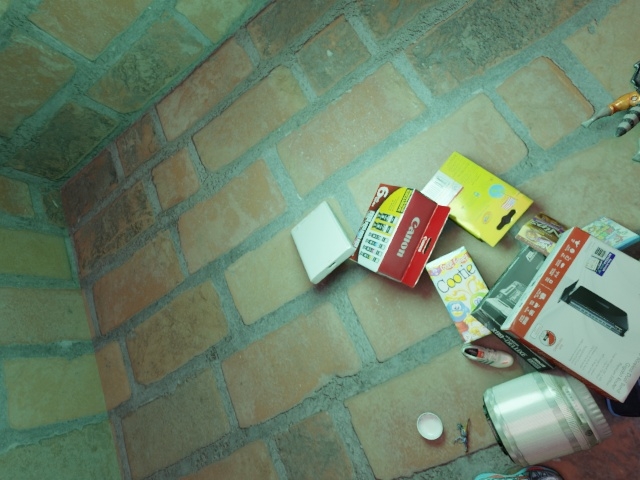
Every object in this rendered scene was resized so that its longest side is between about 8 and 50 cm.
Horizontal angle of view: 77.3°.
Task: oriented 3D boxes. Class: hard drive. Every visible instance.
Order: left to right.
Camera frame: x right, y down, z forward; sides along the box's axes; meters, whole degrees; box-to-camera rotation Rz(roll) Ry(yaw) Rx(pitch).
[{"bbox_3d":[0.000,0.000,1.574,0.203,0.040,0.307,-41,41,14],"label":"hard drive"}]

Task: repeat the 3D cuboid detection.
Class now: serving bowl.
[{"bbox_3d":[0.369,0.622,1.348,0.084,0.027,0.083,-5,77,24],"label":"serving bowl"}]

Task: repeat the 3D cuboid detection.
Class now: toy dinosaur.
[{"bbox_3d":[0.467,0.638,1.292,0.090,0.047,0.082,-32,86,6],"label":"toy dinosaur"}]

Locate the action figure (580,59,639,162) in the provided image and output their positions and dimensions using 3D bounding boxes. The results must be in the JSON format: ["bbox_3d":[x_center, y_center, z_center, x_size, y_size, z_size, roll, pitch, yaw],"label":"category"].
[{"bbox_3d":[1.016,-0.395,1.160,0.341,0.179,0.330,48,111,27],"label":"action figure"}]

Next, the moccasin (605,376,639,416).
[{"bbox_3d":[0.854,0.316,1.119,0.117,0.138,0.341,-5,96,33],"label":"moccasin"}]

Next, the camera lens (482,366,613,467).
[{"bbox_3d":[0.627,0.495,1.139,0.275,0.219,0.219,-29,69,18],"label":"camera lens"}]

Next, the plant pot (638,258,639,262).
[{"bbox_3d":[0.994,0.014,1.033,0.276,0.276,0.253,40,101,26],"label":"plant pot"}]

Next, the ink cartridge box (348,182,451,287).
[{"bbox_3d":[0.266,-0.026,1.403,0.272,0.130,0.309,25,91,60],"label":"ink cartridge box"}]

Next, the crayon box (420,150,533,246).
[{"bbox_3d":[0.531,-0.140,1.391,0.318,0.081,0.202,44,100,27],"label":"crayon box"}]

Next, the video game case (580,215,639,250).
[{"bbox_3d":[0.834,-0.008,1.187,0.119,0.166,0.015,-33,107,16],"label":"video game case"}]

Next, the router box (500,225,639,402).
[{"bbox_3d":[0.703,0.182,1.043,0.301,0.082,0.335,34,84,15],"label":"router box"}]

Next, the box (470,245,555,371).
[{"bbox_3d":[0.635,0.185,1.180,0.242,0.076,0.307,42,69,15],"label":"box"}]

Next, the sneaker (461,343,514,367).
[{"bbox_3d":[0.534,0.374,1.290,0.162,0.075,0.057,10,84,27],"label":"sneaker"}]

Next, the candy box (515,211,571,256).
[{"bbox_3d":[0.690,-0.022,1.233,0.109,0.187,0.053,38,130,26],"label":"candy box"}]

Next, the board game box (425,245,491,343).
[{"bbox_3d":[0.481,0.180,1.317,0.142,0.144,0.275,-30,69,17],"label":"board game box"}]

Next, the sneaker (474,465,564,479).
[{"bbox_3d":[0.579,0.740,1.167,0.262,0.125,0.104,-23,71,20],"label":"sneaker"}]

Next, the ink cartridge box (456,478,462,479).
[{"bbox_3d":[0.418,0.851,1.122,0.131,0.306,0.226,-48,64,10],"label":"ink cartridge box"}]
